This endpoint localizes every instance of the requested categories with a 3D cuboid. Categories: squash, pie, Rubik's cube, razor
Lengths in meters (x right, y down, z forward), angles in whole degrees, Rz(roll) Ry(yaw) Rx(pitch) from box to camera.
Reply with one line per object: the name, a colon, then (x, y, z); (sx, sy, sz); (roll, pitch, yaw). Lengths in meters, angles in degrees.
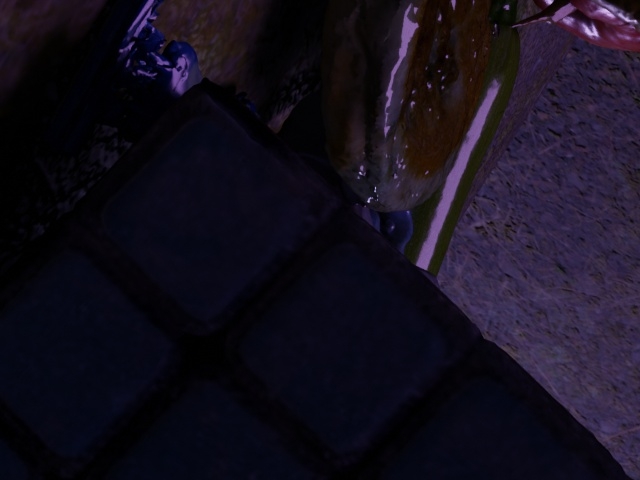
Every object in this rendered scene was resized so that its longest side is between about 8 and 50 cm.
squash: (0.109, -0.074, 1.588); (0.107, 0.107, 0.395); (-26, 139, -75)
pie: (0.072, -0.160, 1.060); (0.302, 0.066, 0.303); (14, 90, -74)
Rubik's cube: (-0.038, 0.174, 0.789); (0.337, 0.344, 0.344); (-47, 172, -3)
razor: (-0.065, -0.070, 0.861); (0.093, 0.056, 0.324); (-59, 173, 3)

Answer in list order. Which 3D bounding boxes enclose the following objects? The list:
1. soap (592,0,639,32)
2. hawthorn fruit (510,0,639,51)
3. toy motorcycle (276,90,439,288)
soap: (0.318, -0.302, 1.221); (0.304, 0.338, 0.169); (-52, 172, -24)
hawthorn fruit: (0.306, -0.312, 1.493); (0.258, 0.258, 0.262); (43, 52, -82)
toy motorcycle: (0.023, 0.007, 1.222); (0.241, 0.182, 0.319); (-57, 171, 5)
